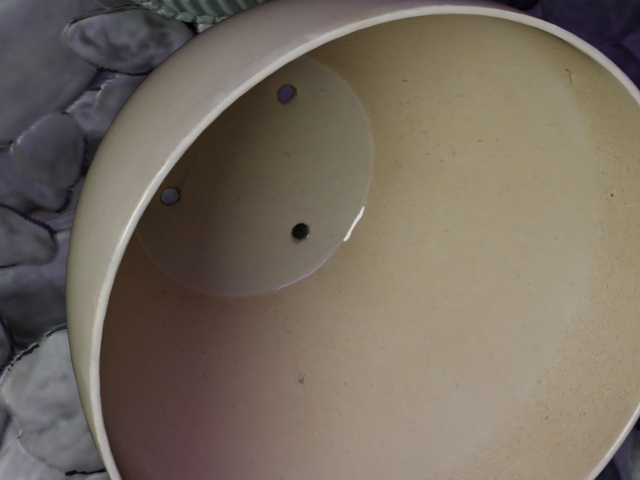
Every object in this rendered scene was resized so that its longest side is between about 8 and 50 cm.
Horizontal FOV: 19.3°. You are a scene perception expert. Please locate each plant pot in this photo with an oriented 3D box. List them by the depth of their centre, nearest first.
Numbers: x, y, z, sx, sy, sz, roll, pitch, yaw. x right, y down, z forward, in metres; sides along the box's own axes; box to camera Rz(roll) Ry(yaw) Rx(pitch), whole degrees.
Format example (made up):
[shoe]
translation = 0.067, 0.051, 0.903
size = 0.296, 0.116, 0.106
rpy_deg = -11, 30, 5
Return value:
[plant pot]
translation = 0.000, 0.000, 0.882
size = 0.284, 0.284, 0.191
rpy_deg = -19, 30, -17

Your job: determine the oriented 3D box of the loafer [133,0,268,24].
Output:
[loafer]
translation = 0.002, -0.192, 1.019
size = 0.251, 0.094, 0.087
rpy_deg = -19, 67, 13
